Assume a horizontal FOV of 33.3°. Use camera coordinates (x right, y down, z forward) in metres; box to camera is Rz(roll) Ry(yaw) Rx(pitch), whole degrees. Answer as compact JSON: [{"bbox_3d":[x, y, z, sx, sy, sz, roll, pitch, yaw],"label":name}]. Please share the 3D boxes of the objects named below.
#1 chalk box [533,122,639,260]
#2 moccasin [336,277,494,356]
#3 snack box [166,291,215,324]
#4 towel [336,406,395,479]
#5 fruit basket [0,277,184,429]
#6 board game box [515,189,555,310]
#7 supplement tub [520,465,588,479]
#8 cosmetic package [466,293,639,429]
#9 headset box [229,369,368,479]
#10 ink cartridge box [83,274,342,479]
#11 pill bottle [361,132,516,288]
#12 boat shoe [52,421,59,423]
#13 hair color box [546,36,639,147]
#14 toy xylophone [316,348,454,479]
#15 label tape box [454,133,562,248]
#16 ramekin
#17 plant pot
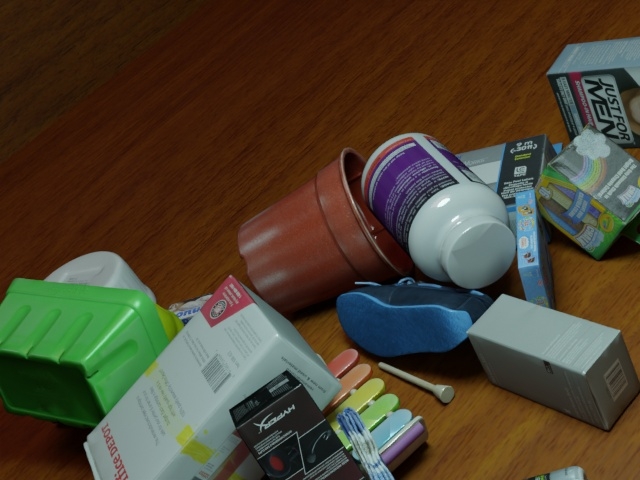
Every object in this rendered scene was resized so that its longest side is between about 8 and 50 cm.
[{"bbox_3d":[0.488,-0.068,1.838,0.213,0.132,0.132,42,63,13],"label":"chalk box"},{"bbox_3d":[0.163,0.136,1.830,0.117,0.137,0.342,-24,18,-33],"label":"moccasin"},{"bbox_3d":[-0.249,0.142,2.264,0.178,0.022,0.064,-16,34,19],"label":"snack box"},{"bbox_3d":[0.116,0.365,1.441,0.034,0.209,0.285,-32,29,-3],"label":"towel"},{"bbox_3d":[-0.404,0.186,2.034,0.392,0.283,0.392,-13,28,7],"label":"fruit basket"},{"bbox_3d":[0.360,0.040,1.784,0.039,0.160,0.211,-11,34,15],"label":"board game box"},{"bbox_3d":[0.267,0.374,1.398,0.190,0.117,0.117,-19,31,14],"label":"supplement tub"},{"bbox_3d":[0.350,0.179,1.619,0.107,0.127,0.238,-44,32,-24],"label":"cosmetic package"},{"bbox_3d":[0.001,0.337,1.486,0.110,0.293,0.218,-34,3,-7],"label":"headset box"},{"bbox_3d":[-0.185,0.285,1.752,0.384,0.160,0.279,-48,28,1],"label":"ink cartridge box"},{"bbox_3d":[0.204,-0.048,1.839,0.181,0.181,0.323,-30,35,-3],"label":"pill bottle"},{"bbox_3d":[-0.456,0.335,2.126,0.206,0.075,0.065,-4,80,26],"label":"boat shoe"},{"bbox_3d":[0.640,-0.282,2.022,0.374,0.185,0.113,1,41,40],"label":"hair color box"},{"bbox_3d":[0.067,0.274,1.749,0.236,0.081,0.323,-44,34,-25],"label":"toy xylophone"},{"bbox_3d":[0.336,-0.113,2.094,0.241,0.106,0.333,-12,34,25],"label":"label tape box"},{"bbox_3d":[-0.516,0.148,2.363,0.277,0.135,0.277,-21,31,13],"label":"ramekin"},{"bbox_3d":[0.000,0.000,2.066,0.265,0.272,0.272,-27,29,18],"label":"plant pot"}]
